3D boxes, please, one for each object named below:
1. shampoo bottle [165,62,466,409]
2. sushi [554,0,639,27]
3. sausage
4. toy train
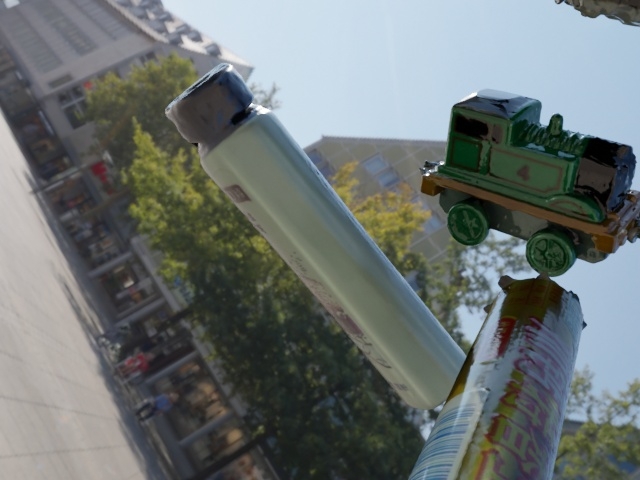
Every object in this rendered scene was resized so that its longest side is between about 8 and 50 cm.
[{"bbox_3d":[0.000,0.000,0.640,0.359,0.078,0.134,50,0,-19],"label":"shampoo bottle"},{"bbox_3d":[0.276,-0.228,0.533,0.147,0.212,0.115,30,-57,34],"label":"sushi"},{"bbox_3d":[0.097,0.120,0.398,0.082,0.371,0.082,9,-67,22],"label":"sausage"},{"bbox_3d":[0.188,-0.057,0.614,0.227,0.091,0.136,21,-53,35],"label":"toy train"}]
